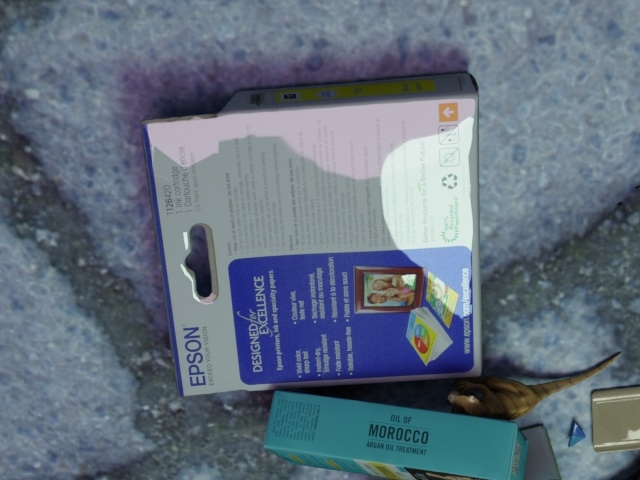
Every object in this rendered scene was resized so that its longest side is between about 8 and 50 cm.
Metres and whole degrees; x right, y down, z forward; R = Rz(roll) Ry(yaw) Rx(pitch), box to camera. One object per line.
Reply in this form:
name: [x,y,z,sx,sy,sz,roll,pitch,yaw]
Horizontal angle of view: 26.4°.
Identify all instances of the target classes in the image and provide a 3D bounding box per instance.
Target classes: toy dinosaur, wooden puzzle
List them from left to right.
toy dinosaur: [0.199,0.161,1.386,0.211,0.112,0.064,-11,96,-40]
wooden puzzle: [0.321,0.188,1.438,0.116,0.014,0.078,0,111,-1]

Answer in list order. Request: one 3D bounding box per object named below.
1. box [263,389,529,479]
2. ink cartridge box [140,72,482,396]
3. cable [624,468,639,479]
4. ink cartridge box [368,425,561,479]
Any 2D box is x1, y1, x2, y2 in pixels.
box: [0.076,0.201,1.347,0.244,0.100,0.060,6,73,18]
ink cartridge box: [0.000,0.000,1.314,0.307,0.072,0.303,-3,117,2]
cable: [0.379,0.306,1.458,0.184,0.047,0.150,-40,94,5]
ink cartridge box: [0.183,0.359,1.459,0.198,0.115,0.272,-16,114,6]
